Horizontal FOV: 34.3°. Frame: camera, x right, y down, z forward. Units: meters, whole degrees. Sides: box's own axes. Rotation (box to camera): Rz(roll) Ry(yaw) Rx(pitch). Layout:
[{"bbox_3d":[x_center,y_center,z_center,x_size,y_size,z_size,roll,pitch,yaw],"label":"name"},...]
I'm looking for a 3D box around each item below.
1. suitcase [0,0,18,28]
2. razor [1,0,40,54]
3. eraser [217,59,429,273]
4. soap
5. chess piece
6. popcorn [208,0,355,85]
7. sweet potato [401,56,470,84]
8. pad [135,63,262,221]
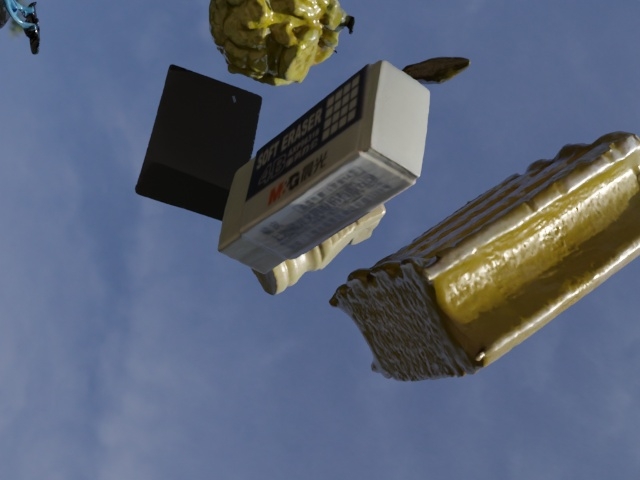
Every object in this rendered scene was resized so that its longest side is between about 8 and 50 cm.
[{"bbox_3d":[-0.631,-0.580,1.922,0.345,0.188,0.339,43,-72,45],"label":"suitcase"},{"bbox_3d":[-0.366,-0.330,1.204,0.042,0.253,0.081,-9,-122,-10],"label":"razor"},{"bbox_3d":[-0.001,-0.073,1.138,0.279,0.081,0.124,-32,-141,45],"label":"eraser"},{"bbox_3d":[0.205,0.022,1.233,0.156,0.335,0.293,58,-25,0],"label":"soap"},{"bbox_3d":[0.000,0.000,1.493,0.200,0.090,0.090,-24,-130,-21],"label":"chess piece"},{"bbox_3d":[-0.057,-0.361,1.596,0.225,0.249,0.249,-2,-111,9],"label":"popcorn"},{"bbox_3d":[0.142,-0.227,1.426,0.153,0.038,0.041,-17,-90,45],"label":"sweet potato"},{"bbox_3d":[-0.181,-0.149,1.586,0.009,0.160,0.265,126,-23,-52],"label":"pad"}]
